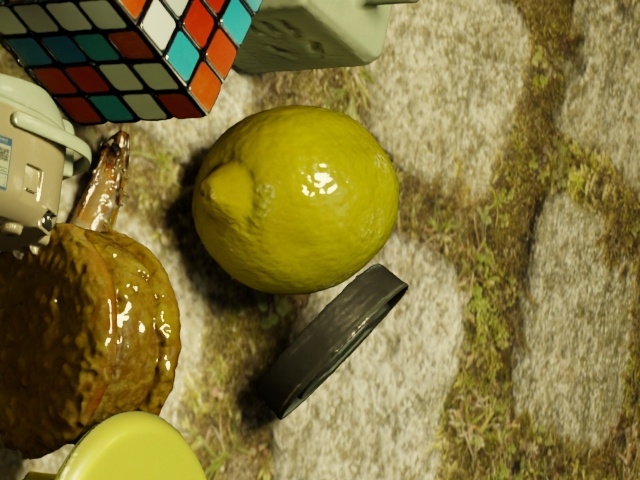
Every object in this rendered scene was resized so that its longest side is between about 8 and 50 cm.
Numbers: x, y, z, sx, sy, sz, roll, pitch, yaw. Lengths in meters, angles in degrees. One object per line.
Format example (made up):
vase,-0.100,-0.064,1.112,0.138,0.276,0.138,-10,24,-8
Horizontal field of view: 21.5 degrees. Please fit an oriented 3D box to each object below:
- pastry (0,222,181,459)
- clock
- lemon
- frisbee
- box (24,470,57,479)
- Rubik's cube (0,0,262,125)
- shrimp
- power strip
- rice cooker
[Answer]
pastry,-0.195,0.079,1.339,0.103,0.189,0.188,10,82,-45
clock,0.011,0.097,1.651,0.040,0.184,0.184,43,42,7
lemon,-0.016,-0.038,1.591,0.248,0.184,0.184,-4,93,-53
frisbee,-0.140,0.246,1.268,0.236,0.017,0.236,1,89,-61
box,-0.134,0.301,1.447,0.279,0.153,0.041,59,45,-35
Rubik's cube,-0.164,-0.202,1.408,0.155,0.154,0.151,51,50,-42
shrimp,-0.178,-0.003,1.492,0.124,0.034,0.178,38,61,-51
power strip,-0.008,-0.247,1.566,0.140,0.224,0.139,35,62,-48
rice cooker,-0.274,-0.061,1.256,0.206,0.145,0.127,24,62,-45
